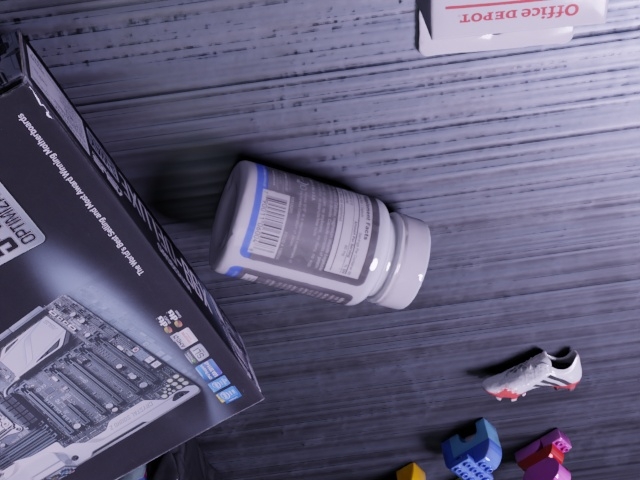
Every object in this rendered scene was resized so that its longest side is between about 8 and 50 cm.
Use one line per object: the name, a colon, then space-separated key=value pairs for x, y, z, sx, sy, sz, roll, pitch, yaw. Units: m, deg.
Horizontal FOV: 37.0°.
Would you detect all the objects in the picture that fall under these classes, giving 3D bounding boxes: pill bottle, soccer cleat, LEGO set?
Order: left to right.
pill bottle: x=0.000 y=0.000 z=0.648 sx=0.137 sy=0.078 sz=0.078 roll=16 pitch=124 yaw=-16
LEGO set: x=0.110 y=0.241 z=0.830 sx=0.227 sy=0.093 sz=0.087 roll=-36 pitch=122 yaw=20
soccer cleat: x=0.172 y=0.108 z=0.778 sx=0.083 sy=0.029 sz=0.036 roll=-6 pitch=119 yaw=-5

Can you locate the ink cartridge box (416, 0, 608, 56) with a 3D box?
ink cartridge box: x=0.108 y=-0.177 z=0.535 sx=0.104 sy=0.062 sz=0.181 roll=-6 pitch=128 yaw=-1

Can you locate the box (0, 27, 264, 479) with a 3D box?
box: x=-0.212 y=0.052 z=0.625 sx=0.242 sy=0.076 sz=0.307 roll=-28 pitch=130 yaw=0

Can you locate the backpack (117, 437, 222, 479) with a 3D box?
backpack: x=-0.180 y=0.218 z=0.774 sx=0.181 sy=0.115 sz=0.152 roll=-11 pitch=130 yaw=6
